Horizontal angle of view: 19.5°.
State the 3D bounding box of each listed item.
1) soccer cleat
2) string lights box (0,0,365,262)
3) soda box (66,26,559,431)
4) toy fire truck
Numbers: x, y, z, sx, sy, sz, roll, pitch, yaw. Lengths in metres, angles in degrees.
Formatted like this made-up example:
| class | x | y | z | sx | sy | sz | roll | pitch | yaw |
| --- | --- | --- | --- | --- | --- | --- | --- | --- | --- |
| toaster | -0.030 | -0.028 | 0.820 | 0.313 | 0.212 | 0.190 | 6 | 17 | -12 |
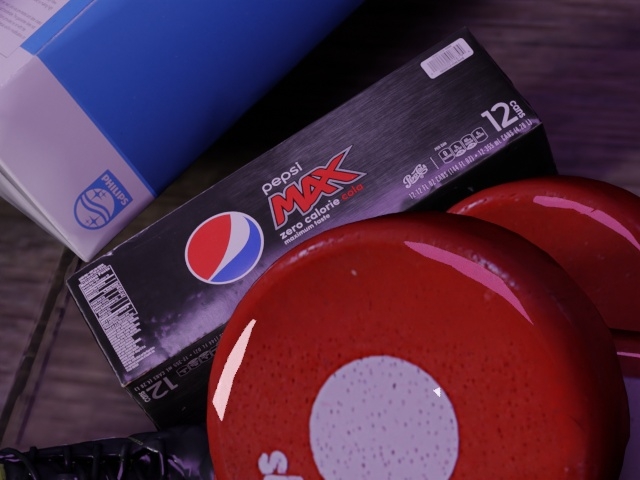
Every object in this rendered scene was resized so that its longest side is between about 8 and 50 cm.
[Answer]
| class | x | y | z | sx | sy | sz | roll | pitch | yaw |
| --- | --- | --- | --- | --- | --- | --- | --- | --- | --- |
| soccer cleat | -0.088 | 0.094 | 0.623 | 0.179 | 0.072 | 0.060 | -15 | 57 | 10 |
| string lights box | -0.039 | -0.122 | 0.705 | 0.259 | 0.077 | 0.133 | -44 | 32 | -10 |
| soda box | 0.000 | 0.000 | 0.657 | 0.169 | 0.060 | 0.053 | -32 | 57 | -2 |
| toy fire truck | 0.103 | 0.120 | 0.493 | 0.302 | 0.169 | 0.254 | 7 | 98 | 21 |
